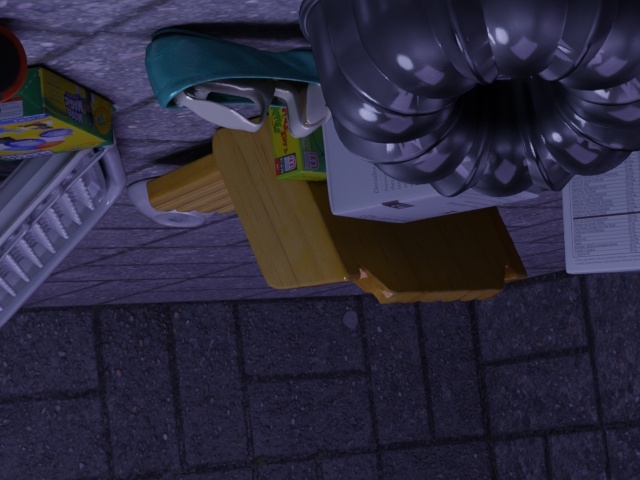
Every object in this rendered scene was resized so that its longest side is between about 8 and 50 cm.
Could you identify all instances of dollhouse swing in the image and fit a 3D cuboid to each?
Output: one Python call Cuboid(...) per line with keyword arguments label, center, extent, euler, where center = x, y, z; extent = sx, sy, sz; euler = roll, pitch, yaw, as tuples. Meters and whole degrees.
Cuboid(label="dollhouse swing", center=(0.000, 0.000, 2.093), extent=(0.347, 0.315, 0.305), euler=(1, 149, -48))

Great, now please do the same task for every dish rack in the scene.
Cuboid(label="dish rack", center=(-0.350, -0.014, 1.935), extent=(0.285, 0.072, 0.333), euler=(-49, 174, -10))

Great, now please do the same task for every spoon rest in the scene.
Cuboid(label="spoon rest", center=(-0.146, -0.054, 2.354), extent=(0.276, 0.084, 0.137), euler=(15, 160, -35))

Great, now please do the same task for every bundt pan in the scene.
Cuboid(label="bundt pan", center=(0.148, -0.138, 1.317), extent=(0.330, 0.124, 0.331), euler=(-2, 152, -1))

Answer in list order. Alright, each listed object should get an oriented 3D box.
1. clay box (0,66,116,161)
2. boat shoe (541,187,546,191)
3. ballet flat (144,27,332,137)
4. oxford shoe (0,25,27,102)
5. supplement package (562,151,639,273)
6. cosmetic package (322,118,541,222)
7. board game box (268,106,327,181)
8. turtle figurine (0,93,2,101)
Cuboid(label="clay box", center=(-0.298, -0.123, 1.696), extent=(0.127, 0.053, 0.222), euler=(-8, 172, 13))
Cuboid(label="boat shoe", center=(0.327, -0.120, 2.097), extent=(0.116, 0.123, 0.324), euler=(-10, -178, -35))
Cuboid(label="ballet flat", center=(-0.044, -0.139, 1.549), extent=(0.247, 0.087, 0.083), euler=(4, 162, -19))
Cuboid(label="oxford shoe", center=(-0.391, -0.131, 1.409), extent=(0.271, 0.097, 0.098), euler=(-4, 178, -23))
Cuboid(label="supplement package", center=(0.360, -0.104, 1.560), extent=(0.199, 0.263, 0.198), euler=(1, 175, -45))
Cuboid(label="cosmetic package", center=(0.118, -0.110, 1.790), extent=(0.183, 0.151, 0.151), euler=(-11, 170, 33))
Cuboid(label="board game box", center=(0.023, -0.115, 1.898), extent=(0.043, 0.092, 0.181), euler=(-15, 169, 43))
Cuboid(label="turtle figurine", center=(-0.339, -0.141, 1.270), extent=(0.118, 0.175, 0.234), euler=(27, 161, 35))
